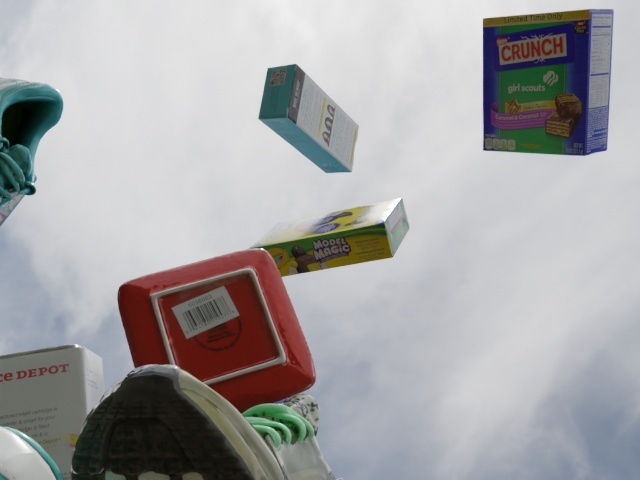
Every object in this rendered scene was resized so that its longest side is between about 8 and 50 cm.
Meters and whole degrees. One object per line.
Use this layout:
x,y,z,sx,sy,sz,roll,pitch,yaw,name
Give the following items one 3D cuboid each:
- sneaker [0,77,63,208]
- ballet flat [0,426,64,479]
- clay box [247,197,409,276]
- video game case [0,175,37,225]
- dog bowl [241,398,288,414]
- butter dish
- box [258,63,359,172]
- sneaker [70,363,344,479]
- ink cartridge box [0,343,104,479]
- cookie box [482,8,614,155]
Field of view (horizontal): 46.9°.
-0.312,-0.056,0.643,0.110,0.275,0.107,-1,-41,12,sneaker
-0.295,0.259,0.410,0.139,0.139,0.400,46,-74,15,ballet flat
0.000,0.000,1.004,0.222,0.127,0.053,-10,-76,19,clay box
-0.490,-0.115,1.103,0.015,0.119,0.166,8,-42,16,video game case
-0.173,0.324,1.271,0.265,0.264,0.104,-22,-55,35,dog bowl
-0.105,0.108,0.735,0.118,0.160,0.159,107,-36,-61,butter dish
-0.015,-0.210,1.318,0.060,0.244,0.100,0,-108,30,box
-0.057,0.190,0.594,0.158,0.182,0.410,-2,-41,15,sneaker
-0.322,0.235,0.818,0.154,0.093,0.212,-9,-107,-4,ink cartridge box
0.175,-0.123,0.577,0.092,0.040,0.107,10,-71,44,cookie box
